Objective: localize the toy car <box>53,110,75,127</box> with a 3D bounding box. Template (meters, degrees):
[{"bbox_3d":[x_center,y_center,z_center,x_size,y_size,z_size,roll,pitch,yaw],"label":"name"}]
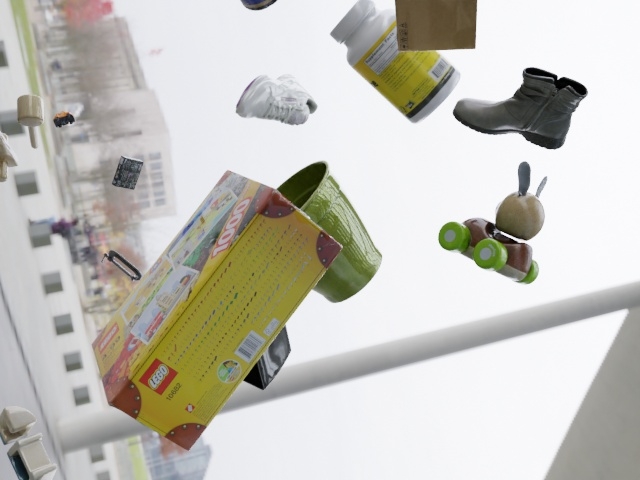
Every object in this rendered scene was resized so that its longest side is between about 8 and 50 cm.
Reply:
[{"bbox_3d":[-0.733,-0.362,2.123,0.041,0.060,0.122,63,4,34],"label":"toy car"}]

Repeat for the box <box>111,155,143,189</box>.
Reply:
[{"bbox_3d":[-0.520,-0.182,2.075,0.018,0.067,0.083,27,-79,35],"label":"box"}]

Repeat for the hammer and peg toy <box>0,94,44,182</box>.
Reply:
[{"bbox_3d":[-0.813,-0.226,1.795,0.266,0.361,0.128,100,-18,-69],"label":"hammer and peg toy"}]

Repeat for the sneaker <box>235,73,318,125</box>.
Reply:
[{"bbox_3d":[-0.112,-0.380,2.115,0.152,0.305,0.114,44,-55,11],"label":"sneaker"}]

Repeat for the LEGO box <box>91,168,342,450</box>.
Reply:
[{"bbox_3d":[-0.230,0.120,1.598,0.193,0.500,0.372,39,-5,-23],"label":"LEGO box"}]

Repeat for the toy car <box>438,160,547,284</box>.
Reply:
[{"bbox_3d":[0.316,-0.039,1.295,0.149,0.155,0.189,31,-82,40],"label":"toy car"}]

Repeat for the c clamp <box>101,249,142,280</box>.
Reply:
[{"bbox_3d":[-0.664,0.085,2.579,0.160,0.022,0.137,38,-33,2],"label":"c clamp"}]

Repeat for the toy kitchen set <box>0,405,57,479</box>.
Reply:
[{"bbox_3d":[-0.508,0.389,1.195,0.207,0.166,0.122,57,-48,19],"label":"toy kitchen set"}]

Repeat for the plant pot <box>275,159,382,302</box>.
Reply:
[{"bbox_3d":[0.000,0.000,2.422,0.353,0.366,0.366,46,-6,-20],"label":"plant pot"}]

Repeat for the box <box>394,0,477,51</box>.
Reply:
[{"bbox_3d":[0.231,-0.460,1.532,0.201,0.164,0.021,77,17,-54],"label":"box"}]

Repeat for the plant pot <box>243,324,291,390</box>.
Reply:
[{"bbox_3d":[-0.198,0.322,2.400,0.188,0.167,0.188,16,-52,41],"label":"plant pot"}]

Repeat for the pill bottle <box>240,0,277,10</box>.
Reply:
[{"bbox_3d":[-0.183,-0.670,1.850,0.219,0.122,0.123,48,16,-54],"label":"pill bottle"}]

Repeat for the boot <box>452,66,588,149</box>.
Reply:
[{"bbox_3d":[0.396,-0.285,1.536,0.161,0.246,0.083,92,19,-51],"label":"boot"}]

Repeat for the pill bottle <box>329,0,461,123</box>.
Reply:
[{"bbox_3d":[0.191,-0.481,2.019,0.334,0.188,0.188,42,-14,-9],"label":"pill bottle"}]
